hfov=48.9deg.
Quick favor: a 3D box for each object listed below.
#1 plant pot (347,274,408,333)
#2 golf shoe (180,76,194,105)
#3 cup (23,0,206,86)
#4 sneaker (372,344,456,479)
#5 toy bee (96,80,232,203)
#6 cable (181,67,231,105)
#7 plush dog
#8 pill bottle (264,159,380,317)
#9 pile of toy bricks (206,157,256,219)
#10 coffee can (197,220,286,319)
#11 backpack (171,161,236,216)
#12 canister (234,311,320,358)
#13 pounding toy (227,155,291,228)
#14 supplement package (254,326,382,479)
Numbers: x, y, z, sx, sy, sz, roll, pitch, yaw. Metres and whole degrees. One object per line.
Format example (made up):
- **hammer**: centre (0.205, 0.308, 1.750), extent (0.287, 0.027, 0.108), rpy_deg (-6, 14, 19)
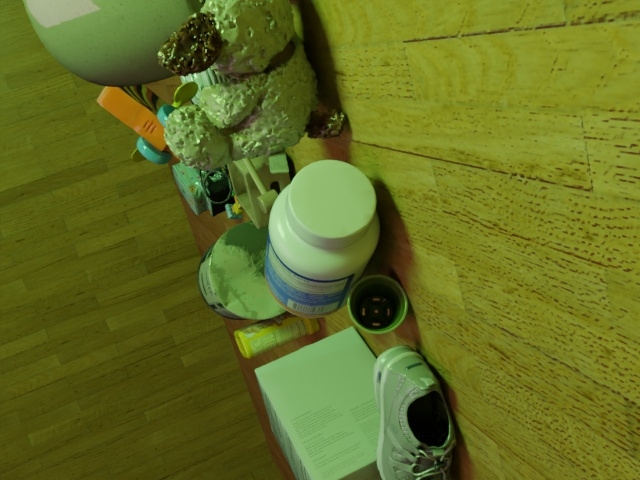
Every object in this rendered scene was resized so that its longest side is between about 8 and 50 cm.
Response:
- **plant pot**: centre (0.081, 0.096, 1.010), extent (0.079, 0.083, 0.083), rpy_deg (77, 168, -76)
- **golf shoe**: centre (-0.279, -0.372, 1.567), extent (0.086, 0.068, 0.186), rpy_deg (-91, -12, -52)
- **cup**: centre (-0.229, -0.388, 1.039), extent (0.237, 0.331, 0.331), rpy_deg (12, 129, 32)
- **sneaker**: centre (0.140, 0.295, 1.002), extent (0.115, 0.105, 0.281), rpy_deg (35, 143, 64)
- **toy bee**: centre (-0.285, -0.200, 1.367), extent (0.298, 0.195, 0.162), rpy_deg (61, -160, -11)
- **cable**: centre (-0.230, -0.359, 1.415), extent (0.257, 0.089, 0.257), rpy_deg (28, 138, 66)
- **plush dog**: centre (-0.086, -0.234, 0.921), extent (0.211, 0.262, 0.225), rpy_deg (13, 141, 32)
- **pill bottle**: centre (0.000, 0.000, 0.993), extent (0.152, 0.152, 0.272), rpy_deg (63, 163, 19)
- **pile of toy bricks**: centre (-0.160, -0.145, 1.473), extent (0.105, 0.118, 0.212), rpy_deg (-39, 60, 41)
- **coffee can**: centre (-0.155, 0.073, 1.526), extent (0.201, 0.202, 0.275), rpy_deg (68, 164, 0)
- **backpack**: centre (-0.304, -0.170, 1.826), extent (0.166, 0.144, 0.188), rpy_deg (91, 156, -67)
- **canister**: centre (-0.100, 0.201, 1.567), extent (0.073, 0.170, 0.126), rpy_deg (68, 164, 1)
- **pounding toy**: centre (-0.096, -0.117, 1.271), extent (0.206, 0.094, 0.181), rpy_deg (50, 157, 48)
- **supplement package**: centre (0.038, 0.332, 1.218), extent (0.262, 0.199, 0.198), rpy_deg (52, 159, 45)
